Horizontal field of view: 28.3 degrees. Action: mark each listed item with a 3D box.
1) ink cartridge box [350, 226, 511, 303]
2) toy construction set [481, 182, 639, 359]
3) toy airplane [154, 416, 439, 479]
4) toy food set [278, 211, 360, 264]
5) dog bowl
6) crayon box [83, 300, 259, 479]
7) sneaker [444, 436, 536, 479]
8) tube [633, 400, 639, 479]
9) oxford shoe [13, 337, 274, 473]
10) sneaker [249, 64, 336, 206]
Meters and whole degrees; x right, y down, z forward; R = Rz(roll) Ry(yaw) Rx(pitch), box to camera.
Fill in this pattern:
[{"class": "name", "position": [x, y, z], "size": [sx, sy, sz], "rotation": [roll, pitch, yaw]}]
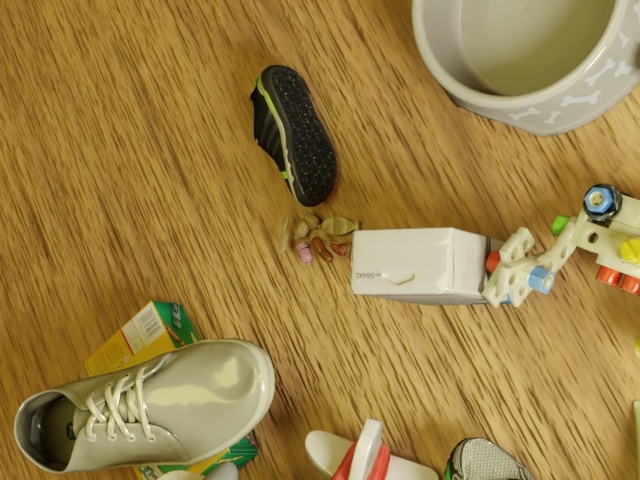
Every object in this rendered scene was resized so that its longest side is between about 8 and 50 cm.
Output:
[{"class": "ink cartridge box", "position": [0.152, 0.036, 1.640], "size": [0.148, 0.203, 0.085], "rotation": [-2, 82, 32]}, {"class": "toy construction set", "position": [0.370, 0.052, 1.543], "size": [0.328, 0.151, 0.215], "rotation": [22, 92, 22]}, {"class": "toy airplane", "position": [0.007, 0.402, 1.604], "size": [0.386, 0.272, 0.384], "rotation": [-26, 69, 1]}, {"class": "toy food set", "position": [0.000, 0.000, 1.853], "size": [0.122, 0.019, 0.077], "rotation": [10, 88, 25]}, {"class": "dog bowl", "position": [0.276, -0.315, 1.678], "size": [0.349, 0.102, 0.348], "rotation": [-5, 81, 32]}, {"class": "crayon box", "position": [-0.230, 0.250, 1.920], "size": [0.165, 0.081, 0.278], "rotation": [-41, 64, 21]}, {"class": "sneaker", "position": [0.273, 0.351, 1.513], "size": [0.343, 0.134, 0.146], "rotation": [48, 145, 41]}, {"class": "tube", "position": [0.412, 0.293, 1.496], "size": [0.070, 0.062, 0.240], "rotation": [14, 58, -4]}, {"class": "oxford shoe", "position": [-0.264, 0.248, 1.818], "size": [0.449, 0.130, 0.169], "rotation": [-17, 72, 28]}, {"class": "sneaker", "position": [-0.047, -0.148, 1.884], "size": [0.097, 0.084, 0.234], "rotation": [-37, 61, 49]}]
